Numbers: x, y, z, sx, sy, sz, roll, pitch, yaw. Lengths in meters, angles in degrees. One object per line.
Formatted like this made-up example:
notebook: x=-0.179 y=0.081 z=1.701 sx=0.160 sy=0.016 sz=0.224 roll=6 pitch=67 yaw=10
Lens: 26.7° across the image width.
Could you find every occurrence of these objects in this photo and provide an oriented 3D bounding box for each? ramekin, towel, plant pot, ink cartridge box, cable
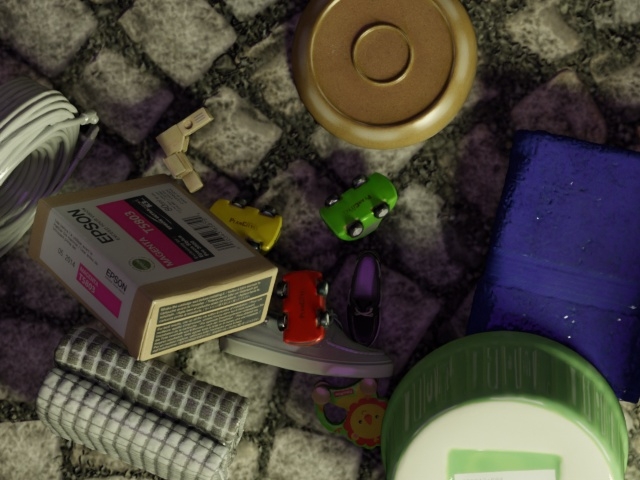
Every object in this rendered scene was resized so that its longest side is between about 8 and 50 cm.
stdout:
ramekin: x=0.217 y=0.274 z=1.597 sx=0.303 sy=0.148 sz=0.304 roll=2 pitch=109 yaw=6
towel: x=-0.206 y=0.206 z=1.622 sx=0.235 sy=0.284 sz=0.121 roll=22 pitch=75 yaw=1
plant pot: x=0.078 y=-0.232 z=1.690 sx=0.236 sy=0.032 sz=0.236 roll=0 pitch=93 yaw=7
ink cartridge box: x=-0.199 y=0.024 z=1.600 sx=0.234 sy=0.193 sz=0.088 roll=38 pitch=125 yaw=32
towel: x=0.313 y=0.030 z=1.659 sx=0.227 sy=0.076 sz=0.308 roll=13 pitch=95 yaw=2
cable: x=-0.395 y=-0.079 z=1.631 sx=0.089 sy=0.257 sz=0.257 roll=36 pitch=96 yaw=8

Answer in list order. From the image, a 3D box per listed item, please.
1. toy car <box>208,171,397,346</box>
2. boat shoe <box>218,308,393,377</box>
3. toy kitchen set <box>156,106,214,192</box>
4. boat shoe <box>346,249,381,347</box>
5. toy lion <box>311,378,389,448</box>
toy car: x=0.000 y=0.000 z=1.678 sx=0.225 sy=0.053 sz=0.239 roll=-34 pitch=63 yaw=-7
boat shoe: x=-0.016 y=0.120 z=1.684 sx=0.227 sy=0.079 sz=0.081 roll=10 pitch=93 yaw=14
toy kitchen set: x=-0.158 y=-0.114 z=1.700 sx=0.075 sy=0.068 sz=0.083 roll=-32 pitch=89 yaw=6
boat shoe: x=0.057 y=0.075 z=1.700 sx=0.046 sy=0.038 sz=0.125 roll=8 pitch=93 yaw=4
toy lion: x=0.046 y=0.220 z=1.714 sx=0.100 sy=0.034 sz=0.096 roll=-11 pitch=99 yaw=6
